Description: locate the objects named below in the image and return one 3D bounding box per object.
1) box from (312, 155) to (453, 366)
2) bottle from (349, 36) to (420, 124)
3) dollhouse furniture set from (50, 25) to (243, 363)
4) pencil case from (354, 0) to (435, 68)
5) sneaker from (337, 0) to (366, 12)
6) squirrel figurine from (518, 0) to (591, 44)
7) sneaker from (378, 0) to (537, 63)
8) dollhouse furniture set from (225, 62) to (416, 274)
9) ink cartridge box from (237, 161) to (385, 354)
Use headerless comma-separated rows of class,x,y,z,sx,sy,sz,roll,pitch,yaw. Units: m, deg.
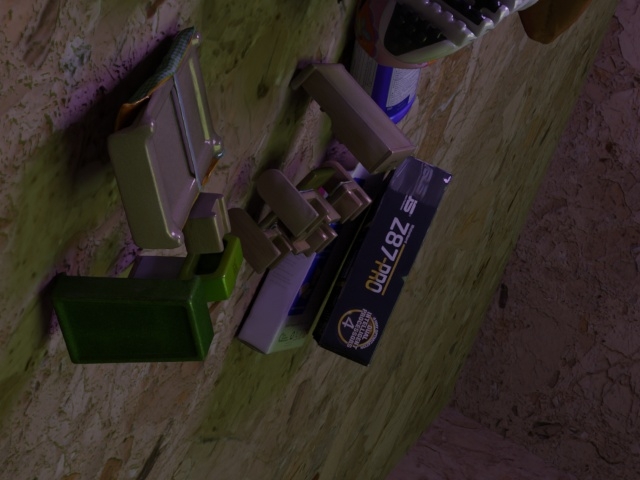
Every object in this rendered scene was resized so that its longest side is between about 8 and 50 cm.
box,0.090,0.037,1.992,0.395,0.097,0.318,114,-2,-86
bottle,0.101,-0.290,1.708,0.118,0.092,0.282,-49,159,-40
dollhouse furniture set,-0.194,-0.046,1.269,0.197,0.151,0.301,-74,160,-51
pencil case,0.113,-0.329,1.372,0.124,0.124,0.284,-49,160,-38
sneaker,0.056,-0.318,1.261,0.089,0.051,0.170,-49,162,-74
squirrel figurine,0.288,-0.518,1.475,0.397,0.281,0.370,-48,-162,45
sneaker,0.184,-0.272,1.309,0.292,0.110,0.118,-38,161,-15
dollhouse furniture set,-0.021,-0.099,1.651,0.242,0.161,0.212,-44,170,21
ink cartridge box,0.000,0.000,1.912,0.370,0.069,0.176,-62,164,7
